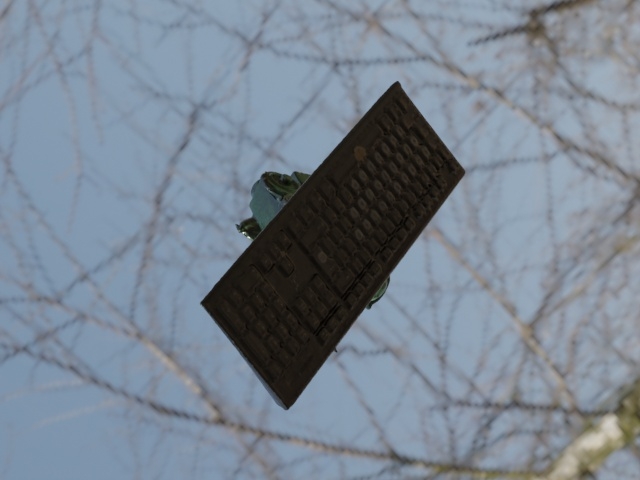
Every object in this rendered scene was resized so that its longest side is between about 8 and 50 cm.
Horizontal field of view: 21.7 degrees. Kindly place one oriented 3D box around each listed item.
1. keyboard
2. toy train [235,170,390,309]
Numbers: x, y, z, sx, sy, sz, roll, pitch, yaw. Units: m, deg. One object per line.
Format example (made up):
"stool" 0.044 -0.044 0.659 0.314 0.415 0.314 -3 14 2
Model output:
"keyboard" 0.012 -0.003 0.778 0.064 0.010 0.198 53 -137 -13
"toy train" 0.000 0.000 1.424 0.111 0.071 0.170 11 -154 -32
